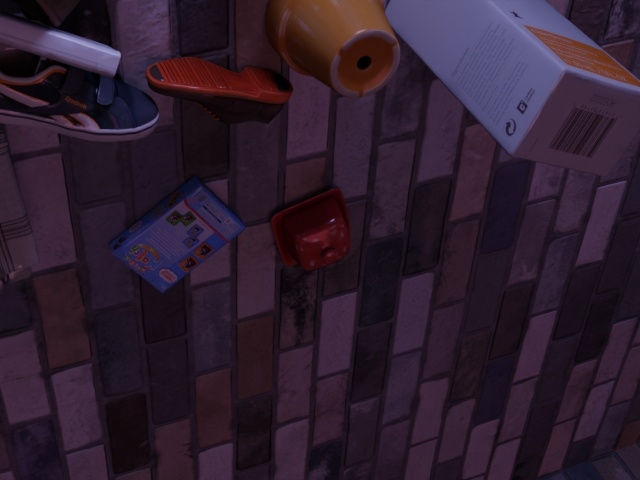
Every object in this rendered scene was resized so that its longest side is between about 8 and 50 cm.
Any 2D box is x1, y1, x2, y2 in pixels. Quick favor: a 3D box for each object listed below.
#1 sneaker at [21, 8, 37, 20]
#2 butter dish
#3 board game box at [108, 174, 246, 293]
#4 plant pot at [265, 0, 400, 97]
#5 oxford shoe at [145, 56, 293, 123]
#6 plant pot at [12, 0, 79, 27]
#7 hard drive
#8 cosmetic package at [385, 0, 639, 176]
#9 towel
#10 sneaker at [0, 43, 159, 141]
[{"bbox_3d":[-0.328,-0.409,1.493,0.271,0.100,0.108,-36,154,9],"label":"sneaker"},{"bbox_3d":[0.000,0.000,2.038,0.160,0.118,0.160,-24,136,-10],"label":"butter dish"},{"bbox_3d":[-0.270,-0.008,1.931,0.211,0.039,0.160,-38,137,5],"label":"board game box"},{"bbox_3d":[0.035,-0.340,1.698,0.205,0.188,0.205,-16,135,-17],"label":"plant pot"},{"bbox_3d":[-0.178,-0.243,1.734,0.271,0.097,0.098,4,132,-33],"label":"oxford shoe"},{"bbox_3d":[-0.374,-0.452,1.338,0.229,0.263,0.263,-49,137,-7],"label":"plant pot"},{"bbox_3d":[-0.439,-0.296,1.399,0.307,0.203,0.040,15,98,-20],"label":"hard drive"},{"bbox_3d":[0.318,-0.310,1.694,0.230,0.453,0.161,7,124,-35],"label":"cosmetic package"},{"bbox_3d":[-0.614,0.004,1.600,0.312,0.056,0.324,-23,140,-24],"label":"towel"},{"bbox_3d":[-0.393,-0.241,1.584,0.321,0.126,0.127,4,132,-31],"label":"sneaker"}]
